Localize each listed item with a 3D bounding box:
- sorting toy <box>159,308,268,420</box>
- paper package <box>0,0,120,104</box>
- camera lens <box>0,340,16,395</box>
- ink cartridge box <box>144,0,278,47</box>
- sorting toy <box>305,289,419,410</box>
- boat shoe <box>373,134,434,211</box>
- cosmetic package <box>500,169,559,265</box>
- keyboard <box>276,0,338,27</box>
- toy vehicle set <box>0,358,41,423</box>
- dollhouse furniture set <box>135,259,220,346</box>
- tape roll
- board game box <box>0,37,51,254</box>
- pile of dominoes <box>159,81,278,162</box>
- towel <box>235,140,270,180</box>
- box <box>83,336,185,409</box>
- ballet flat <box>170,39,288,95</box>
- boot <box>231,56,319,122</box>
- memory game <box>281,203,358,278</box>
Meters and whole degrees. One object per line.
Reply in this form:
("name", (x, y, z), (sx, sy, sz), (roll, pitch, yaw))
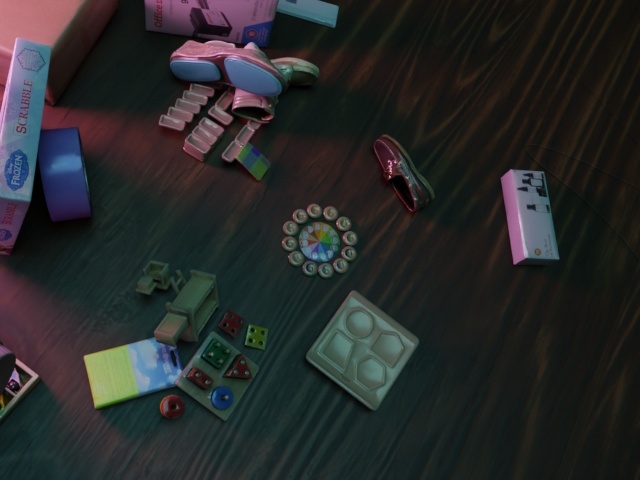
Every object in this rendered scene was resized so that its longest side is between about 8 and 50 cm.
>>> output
("sorting toy", (-0.198, 0.267, 1.342), (0.132, 0.046, 0.274), (41, 60, -14))
("paper package", (-0.666, -0.519, 1.471), (0.309, 0.168, 0.325), (23, 67, -3))
("camera lens", (-0.704, 0.211, 1.125), (0.274, 0.219, 0.219), (30, 66, -2))
("ink cartridge box", (-0.260, -0.595, 1.567), (0.307, 0.223, 0.129), (5, 70, -12))
("sorting toy", (0.094, 0.241, 1.455), (0.193, 0.038, 0.208), (37, 62, 1))
("boat shoe", (0.192, -0.164, 1.603), (0.073, 0.073, 0.207), (-34, 81, -24))
("cosmetic package", (0.526, -0.058, 1.653), (0.099, 0.060, 0.239), (1, 70, -13))
("keyboard", (-0.079, -0.627, 1.741), (0.256, 0.014, 0.072), (13, 63, -9))
("toy vehicle set", (-0.699, 0.248, 1.254), (0.267, 0.035, 0.166), (36, 67, 1))
("dollhouse furniture set", (-0.318, 0.147, 1.338), (0.161, 0.101, 0.182), (12, 41, 15))
("tape roll", (-0.525, -0.136, 1.353), (0.080, 0.189, 0.189), (-9, 73, -16))
("board game box", (-0.597, -0.169, 1.277), (0.066, 0.319, 0.318), (10, 67, -28))
("pile of dominoes", (-0.244, -0.299, 1.578), (0.196, 0.040, 0.251), (32, 58, 0))
("towel", (-0.157, -0.185, 1.539), (0.083, 0.009, 0.060), (44, 57, -23))
("box", (-0.373, 0.262, 1.324), (0.178, 0.042, 0.109), (-13, 75, -19))
("ballet flat", (-0.201, -0.414, 1.516), (0.316, 0.107, 0.106), (16, 57, 20))
("boot", (-0.107, -0.361, 1.586), (0.213, 0.077, 0.165), (3, 62, -9))
("memory game", (0.000, 0.000, 1.529), (0.186, 0.012, 0.186), (4, 70, -12))
